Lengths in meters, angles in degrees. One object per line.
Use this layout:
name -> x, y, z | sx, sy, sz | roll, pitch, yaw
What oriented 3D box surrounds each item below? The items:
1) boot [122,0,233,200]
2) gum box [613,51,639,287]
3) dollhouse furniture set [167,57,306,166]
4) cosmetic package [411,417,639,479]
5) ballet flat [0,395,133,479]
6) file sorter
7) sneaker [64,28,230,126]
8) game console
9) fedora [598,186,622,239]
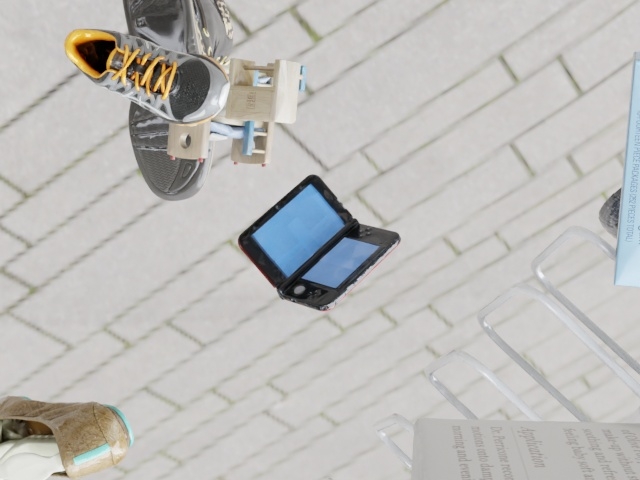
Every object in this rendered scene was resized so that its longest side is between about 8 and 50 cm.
boot -> -0.218, -0.266, 2.077 | 0.138, 0.377, 0.284 | -7, -172, 9
gum box -> 0.294, -0.040, 0.854 | 0.184, 0.041, 0.157 | 5, 107, 12
dollhouse furniture set -> -0.080, -0.156, 1.615 | 0.129, 0.184, 0.129 | 1, 95, -49
cosmetic package -> 0.211, 0.161, 0.409 | 0.366, 0.197, 0.155 | 2, 105, 2
ballet flat -> -0.382, 0.271, 1.684 | 0.342, 0.116, 0.124 | -5, -160, 47
file sorter -> 0.152, 0.147, 0.971 | 0.278, 0.173, 0.193 | -45, 174, -11
sneaker -> -0.197, -0.186, 1.441 | 0.083, 0.215, 0.084 | 18, 90, -62
game console -> 0.000, 0.000, 1.517 | 0.144, 0.124, 0.085 | -43, 125, -27
fedora -> 0.431, -0.094, 1.289 | 0.334, 0.152, 0.334 | 0, 162, 0
